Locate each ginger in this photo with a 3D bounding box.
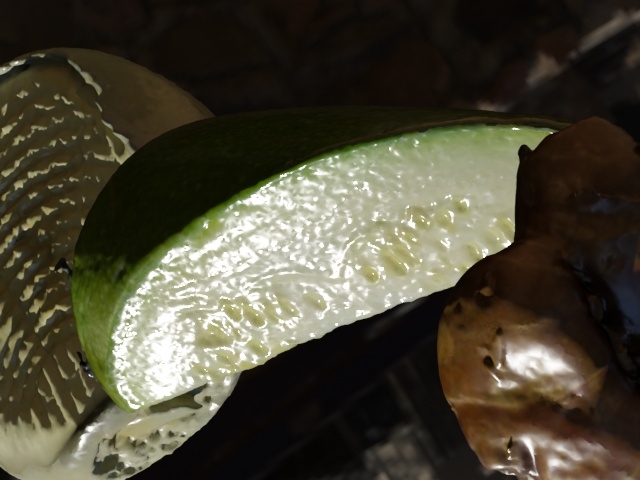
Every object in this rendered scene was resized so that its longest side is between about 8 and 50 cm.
[{"bbox_3d":[0.101,0.045,0.550,0.073,0.162,0.103,11,-120,53],"label":"ginger"}]

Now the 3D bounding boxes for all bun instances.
[{"bbox_3d":[-0.174,0.022,1.490,0.202,0.364,0.364,1,159,-45],"label":"bun"}]

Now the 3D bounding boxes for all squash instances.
[{"bbox_3d":[0.000,0.000,0.868,0.289,0.111,0.203,11,-121,53],"label":"squash"}]
